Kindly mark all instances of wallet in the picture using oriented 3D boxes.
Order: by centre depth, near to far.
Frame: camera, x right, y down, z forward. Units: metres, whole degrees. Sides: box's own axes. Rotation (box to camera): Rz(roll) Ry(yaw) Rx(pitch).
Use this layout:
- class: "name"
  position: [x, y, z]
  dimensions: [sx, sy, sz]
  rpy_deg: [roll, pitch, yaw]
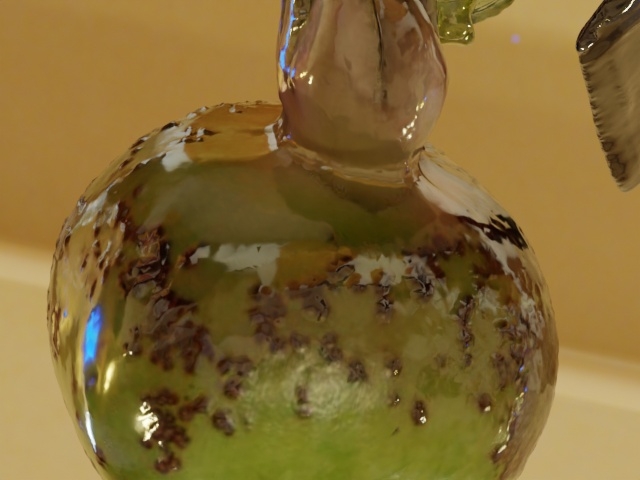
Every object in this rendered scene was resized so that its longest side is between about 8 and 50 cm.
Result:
- class: "wallet"
  position: [0.272, -0.181, 1.075]
  dimensions: [0.041, 0.323, 0.247]
  rpy_deg: [41, 176, 24]

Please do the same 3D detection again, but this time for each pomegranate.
- class: "pomegranate"
  position: [0.000, 0.000, 0.977]
  dimensions: [0.285, 0.340, 0.285]
  rpy_deg: [12, -157, -5]

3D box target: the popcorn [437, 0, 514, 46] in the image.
- class: "popcorn"
  position: [0.075, -0.194, 1.122]
  dimensions: [0.162, 0.135, 0.141]
  rpy_deg: [0, 147, 44]
